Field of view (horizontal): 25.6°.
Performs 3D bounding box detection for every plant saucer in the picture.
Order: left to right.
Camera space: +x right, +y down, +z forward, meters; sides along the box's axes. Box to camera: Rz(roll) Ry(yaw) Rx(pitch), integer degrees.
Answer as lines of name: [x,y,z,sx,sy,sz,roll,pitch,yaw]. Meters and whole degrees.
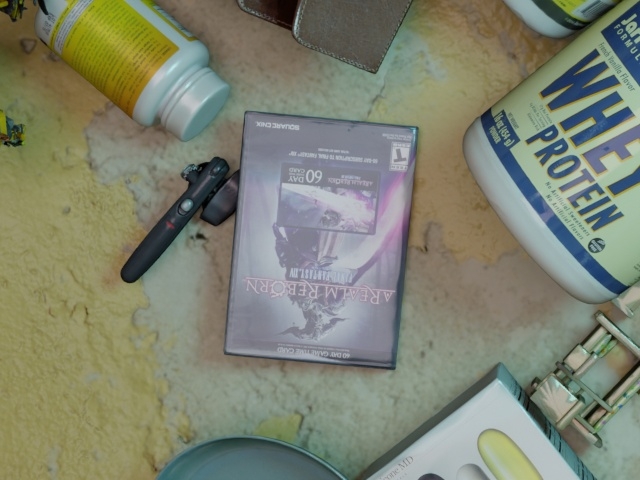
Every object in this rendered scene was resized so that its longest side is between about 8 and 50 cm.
plant saucer: [-0.053,0.356,1.553,0.317,0.043,0.318,7,107,23]

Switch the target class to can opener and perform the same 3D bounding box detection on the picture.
can opener: [-0.163,-0.022,1.600,0.186,0.059,0.073,-45,84,7]

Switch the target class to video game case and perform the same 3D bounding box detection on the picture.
video game case: [0.000,0.000,1.576,0.196,0.026,0.274,5,91,-1]

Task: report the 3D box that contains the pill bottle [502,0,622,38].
pill bottle: [0.320,-0.364,1.402,0.334,0.188,0.188,-34,85,31]

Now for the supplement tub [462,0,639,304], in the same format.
supplement tub: [0.332,-0.115,1.410,0.325,0.235,0.235,-39,84,17]

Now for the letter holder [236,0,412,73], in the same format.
letter holder: [0.010,-0.361,1.449,0.214,0.152,0.302,17,107,-36]

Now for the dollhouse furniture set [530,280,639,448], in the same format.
dollhouse furniture set: [0.318,0.126,1.472,0.101,0.161,0.182,43,98,6]

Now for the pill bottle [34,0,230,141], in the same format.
pill bottle: [-0.208,-0.209,1.577,0.215,0.117,0.117,40,96,7]

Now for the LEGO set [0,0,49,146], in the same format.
LEGO set: [-0.404,-0.241,1.571,0.331,0.192,0.255,18,121,44]

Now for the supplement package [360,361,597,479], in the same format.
supplement package: [0.181,0.273,1.502,0.194,0.149,0.203,-40,85,8]
